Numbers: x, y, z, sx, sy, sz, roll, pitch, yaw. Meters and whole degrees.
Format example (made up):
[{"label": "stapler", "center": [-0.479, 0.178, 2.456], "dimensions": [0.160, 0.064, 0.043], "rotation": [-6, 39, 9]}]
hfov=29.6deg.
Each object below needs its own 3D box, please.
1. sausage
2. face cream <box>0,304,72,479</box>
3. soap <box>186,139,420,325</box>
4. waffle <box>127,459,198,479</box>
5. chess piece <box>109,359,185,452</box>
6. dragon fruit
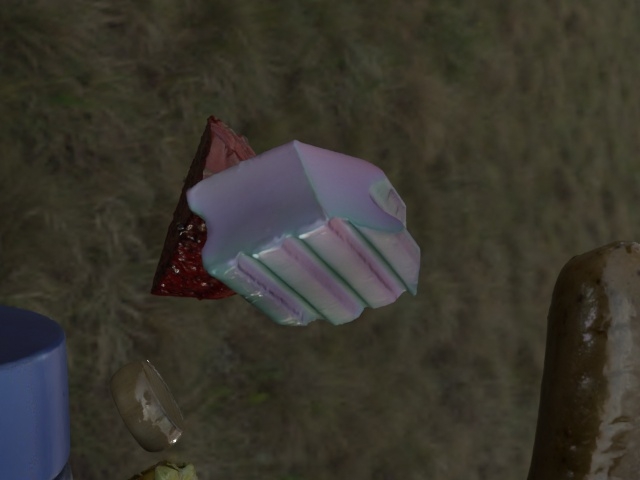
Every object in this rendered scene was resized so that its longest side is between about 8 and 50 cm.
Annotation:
[{"label": "sausage", "center": [0.242, 0.246, 1.127], "dimensions": [0.123, 0.136, 0.501], "rotation": [11, 91, -44]}, {"label": "face cream", "center": [-0.271, 0.164, 0.710], "dimensions": [0.249, 0.249, 0.225], "rotation": [-21, 111, -71]}, {"label": "soap", "center": [0.000, 0.000, 0.688], "dimensions": [0.149, 0.100, 0.056], "rotation": [44, 26, -63]}, {"label": "waffle", "center": [-0.230, 0.296, 1.010], "dimensions": [0.325, 0.302, 0.068], "rotation": [-39, 90, -31]}, {"label": "chess piece", "center": [-0.154, 0.147, 1.075], "dimensions": [0.084, 0.038, 0.083], "rotation": [62, 2, -4]}, {"label": "dragon fruit", "center": [-0.062, -0.026, 0.856], "dimensions": [0.162, 0.083, 0.106], "rotation": [117, -17, -59]}]
